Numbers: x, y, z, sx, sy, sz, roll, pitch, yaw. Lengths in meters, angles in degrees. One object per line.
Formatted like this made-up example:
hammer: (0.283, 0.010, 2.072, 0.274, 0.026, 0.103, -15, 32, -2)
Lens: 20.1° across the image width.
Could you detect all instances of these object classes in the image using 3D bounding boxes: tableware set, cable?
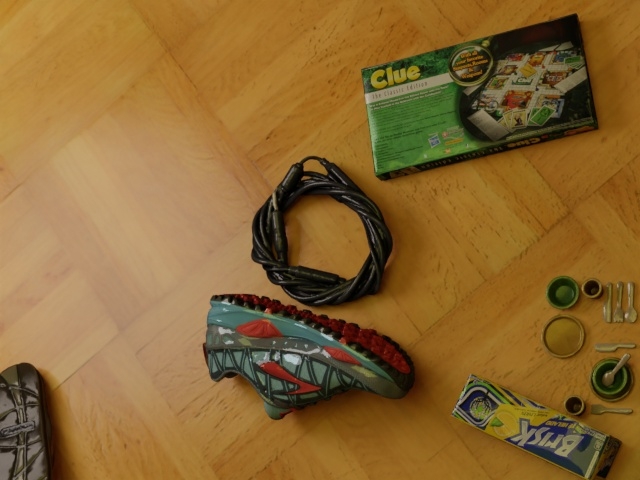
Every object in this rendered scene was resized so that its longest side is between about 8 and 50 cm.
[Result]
tableware set: (0.283, 0.112, 1.925, 0.104, 0.024, 0.154, -1, 75, 22)
cable: (0.000, 0.000, 2.058, 0.150, 0.047, 0.184, -45, 65, 5)

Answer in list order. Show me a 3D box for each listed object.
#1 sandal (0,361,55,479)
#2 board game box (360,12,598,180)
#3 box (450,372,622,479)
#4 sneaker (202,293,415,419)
sandal: (-0.352, 0.250, 2.129, 0.090, 0.060, 0.219, -15, 56, 11)
board game box: (0.177, -0.161, 2.042, 0.259, 0.030, 0.136, -12, 73, 18)
box: (0.227, 0.199, 1.903, 0.169, 0.059, 0.054, 23, 87, 26)
sneaker: (-0.014, 0.144, 2.011, 0.262, 0.104, 0.125, 17, 100, 29)
